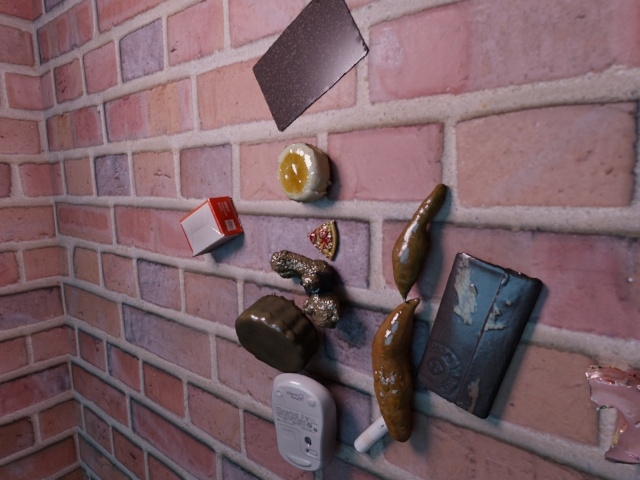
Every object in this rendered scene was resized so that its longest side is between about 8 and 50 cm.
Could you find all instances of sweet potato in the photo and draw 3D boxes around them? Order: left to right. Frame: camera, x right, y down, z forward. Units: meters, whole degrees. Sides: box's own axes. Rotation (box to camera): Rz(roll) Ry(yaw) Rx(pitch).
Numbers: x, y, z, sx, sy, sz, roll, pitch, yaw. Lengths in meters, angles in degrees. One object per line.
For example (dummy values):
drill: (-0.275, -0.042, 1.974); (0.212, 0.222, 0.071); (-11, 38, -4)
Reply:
sweet potato: (0.167, 0.298, 0.937); (0.106, 0.095, 0.355); (5, 99, 20)
sweet potato: (0.202, 0.001, 0.877); (0.074, 0.074, 0.270); (24, 103, 33)

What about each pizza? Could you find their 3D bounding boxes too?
pizza: (0.011, 0.007, 1.055); (0.100, 0.029, 0.099); (-26, 82, 38)

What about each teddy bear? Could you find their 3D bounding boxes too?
teddy bear: (-0.022, 0.109, 1.042); (0.129, 0.182, 0.251); (-37, 69, -2)

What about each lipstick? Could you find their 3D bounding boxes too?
lipstick: (0.138, 0.487, 1.022); (0.040, 0.040, 0.141); (47, 121, 23)

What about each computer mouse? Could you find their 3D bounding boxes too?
computer mouse: (-0.035, 0.481, 1.097); (0.184, 0.121, 0.297); (3, 106, 29)

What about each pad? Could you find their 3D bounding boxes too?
pad: (-0.043, -0.463, 1.041); (0.330, 0.004, 0.220); (-30, 78, 37)

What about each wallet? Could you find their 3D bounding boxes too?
wallet: (0.314, 0.197, 0.837); (0.170, 0.044, 0.321); (25, 111, 35)

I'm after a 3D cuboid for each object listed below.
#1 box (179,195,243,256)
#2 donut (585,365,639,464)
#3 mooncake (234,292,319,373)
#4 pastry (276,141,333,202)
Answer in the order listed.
box: (-0.348, -0.045, 1.288); (0.182, 0.099, 0.133); (-29, 82, 36)
donut: (0.521, 0.288, 0.674); (0.117, 0.065, 0.166); (-15, 89, 40)
mooncake: (-0.111, 0.250, 1.093); (0.228, 0.124, 0.228); (20, 134, 22)
pastry: (-0.046, -0.173, 1.037); (0.165, 0.088, 0.166); (4, 97, 40)
